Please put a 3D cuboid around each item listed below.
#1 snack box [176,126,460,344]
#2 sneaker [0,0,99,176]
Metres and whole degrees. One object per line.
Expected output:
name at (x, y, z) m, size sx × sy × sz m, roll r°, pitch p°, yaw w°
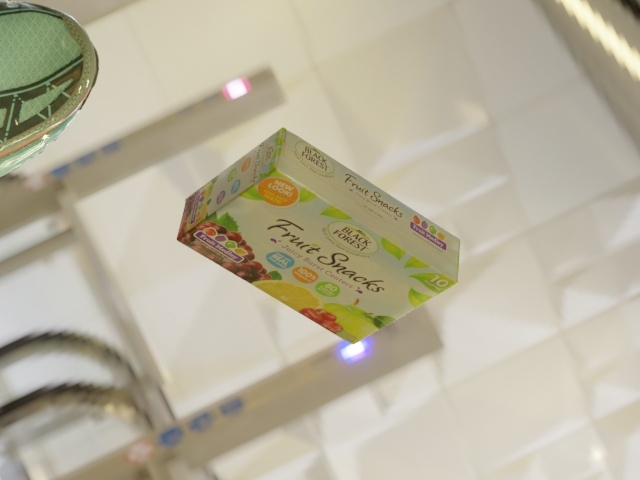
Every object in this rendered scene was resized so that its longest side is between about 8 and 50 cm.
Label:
snack box at (0.000, 0.000, 1.156) m, size 0.141 × 0.100 × 0.037 m, roll 31°, pitch 46°, yaw -26°
sneaker at (-0.234, -0.087, 0.993) m, size 0.125 × 0.262 × 0.104 m, roll 140°, pitch -60°, yaw -64°
